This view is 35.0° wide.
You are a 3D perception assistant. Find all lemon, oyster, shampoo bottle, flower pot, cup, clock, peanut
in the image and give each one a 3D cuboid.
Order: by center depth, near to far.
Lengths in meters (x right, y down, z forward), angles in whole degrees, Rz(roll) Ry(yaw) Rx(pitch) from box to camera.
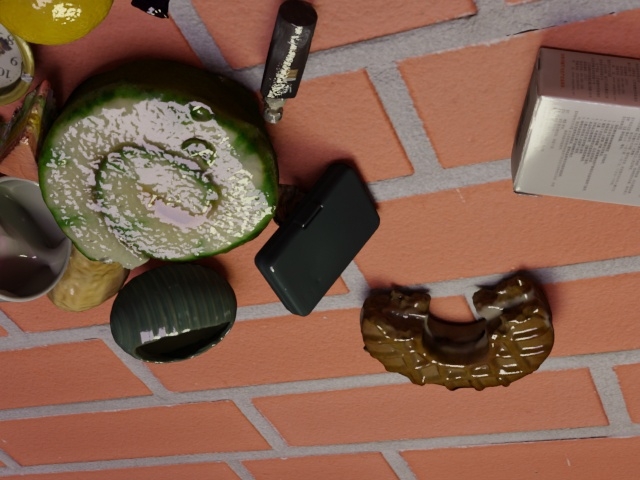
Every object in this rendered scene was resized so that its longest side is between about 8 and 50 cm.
[{"bbox_3d":[-0.356,-0.352,1.339,0.178,0.178,0.203,27,153,-20],"label":"lemon"},{"bbox_3d":[-0.054,-0.256,1.489,0.057,0.063,0.207,7,141,-12],"label":"shampoo bottle"},{"bbox_3d":[-0.539,-0.305,1.539,0.237,0.057,0.237,8,141,6],"label":"clock"},{"bbox_3d":[-0.030,-0.032,1.730,0.056,0.105,0.177,-22,160,31],"label":"oyster"},{"bbox_3d":[-0.620,0.005,1.787,0.317,0.212,0.212,-4,142,40],"label":"cup"},{"bbox_3d":[-0.412,0.024,1.859,0.149,0.149,0.313,22,136,-14],"label":"peanut"},{"bbox_3d":[-0.275,0.134,1.906,0.243,0.157,0.189,-8,146,-27],"label":"flower pot"}]

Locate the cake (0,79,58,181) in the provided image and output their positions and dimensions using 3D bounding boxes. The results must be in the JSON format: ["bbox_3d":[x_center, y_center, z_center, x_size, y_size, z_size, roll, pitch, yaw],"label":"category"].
[{"bbox_3d":[-0.446,-0.165,1.605,0.090,0.109,0.225,23,161,-21],"label":"cake"}]

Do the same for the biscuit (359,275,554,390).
[{"bbox_3d":[0.264,0.186,1.921,0.366,0.115,0.268,-6,138,21],"label":"biscuit"}]

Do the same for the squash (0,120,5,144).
[{"bbox_3d":[-0.644,-0.194,1.694,0.229,0.066,0.066,9,142,-1],"label":"squash"}]

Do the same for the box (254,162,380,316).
[{"bbox_3d":[0.000,0.000,1.671,0.050,0.230,0.160,23,155,40],"label":"box"}]

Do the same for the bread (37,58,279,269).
[{"bbox_3d":[-0.256,-0.098,1.608,0.366,0.129,0.382,26,124,-14],"label":"bread"}]

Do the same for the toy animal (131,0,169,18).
[{"bbox_3d":[-0.142,-0.419,1.261,0.090,0.195,0.324,40,127,29],"label":"toy animal"}]

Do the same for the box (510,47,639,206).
[{"bbox_3d":[0.442,-0.154,1.466,0.299,0.106,0.200,7,142,2],"label":"box"}]
